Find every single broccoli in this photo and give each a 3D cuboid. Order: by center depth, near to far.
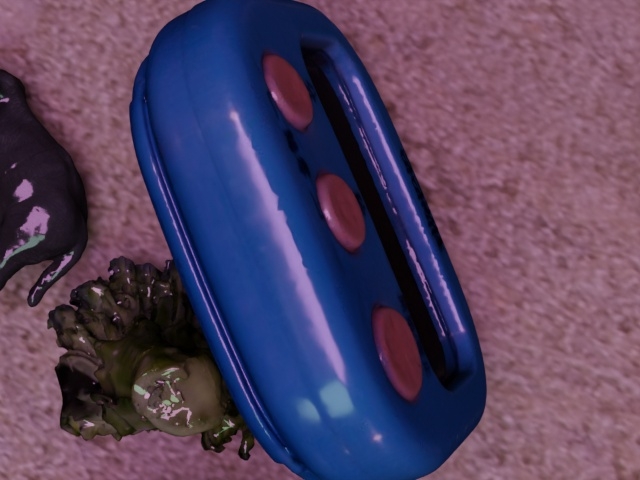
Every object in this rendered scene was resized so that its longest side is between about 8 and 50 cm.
[{"bbox_3d":[-0.111,0.089,0.988,0.164,0.304,0.146,5,91,-11],"label":"broccoli"}]

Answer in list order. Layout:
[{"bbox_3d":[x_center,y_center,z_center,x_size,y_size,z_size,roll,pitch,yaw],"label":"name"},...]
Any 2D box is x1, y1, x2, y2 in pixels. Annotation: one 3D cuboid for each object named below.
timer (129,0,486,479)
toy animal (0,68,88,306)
[{"bbox_3d":[0.000,0.000,0.970,0.115,0.309,0.340,-23,88,19],"label":"timer"},{"bbox_3d":[-0.275,-0.072,1.111,0.137,0.082,0.270,-26,84,2],"label":"toy animal"}]
